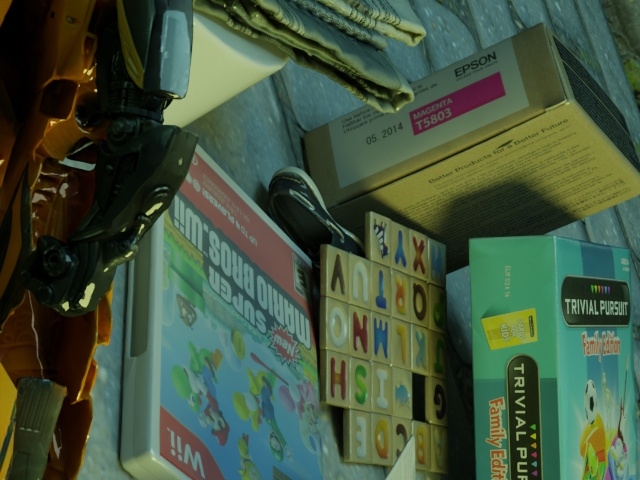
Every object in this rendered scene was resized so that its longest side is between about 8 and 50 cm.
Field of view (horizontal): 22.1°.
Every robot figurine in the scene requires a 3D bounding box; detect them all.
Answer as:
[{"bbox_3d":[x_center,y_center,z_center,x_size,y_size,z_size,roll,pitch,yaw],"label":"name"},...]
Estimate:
[{"bbox_3d":[-0.133,0.010,0.622,0.085,0.211,0.291,13,95,-32],"label":"robot figurine"}]

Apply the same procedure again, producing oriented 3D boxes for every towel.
[{"bbox_3d":[-0.045,-0.255,1.120,0.312,0.056,0.324,20,45,-63],"label":"towel"}]

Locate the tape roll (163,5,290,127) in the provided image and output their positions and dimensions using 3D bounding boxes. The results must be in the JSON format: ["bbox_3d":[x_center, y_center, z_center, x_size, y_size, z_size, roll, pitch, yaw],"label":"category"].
[{"bbox_3d":[-0.134,-0.209,1.063,0.286,0.100,0.286,50,21,-27],"label":"tape roll"}]

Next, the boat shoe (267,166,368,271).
[{"bbox_3d":[0.000,0.000,1.278,0.125,0.046,0.038,58,26,-22],"label":"boat shoe"}]

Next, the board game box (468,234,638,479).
[{"bbox_3d":[0.209,0.169,1.415,0.254,0.079,0.336,6,82,-66],"label":"board game box"}]

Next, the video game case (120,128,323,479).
[{"bbox_3d":[-0.061,0.073,1.095,0.204,0.025,0.285,46,30,-42],"label":"video game case"}]

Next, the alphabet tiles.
[{"bbox_3d":[0.054,0.080,1.298,0.237,0.009,0.198,21,66,-62],"label":"alphabet tiles"}]

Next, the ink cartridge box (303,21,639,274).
[{"bbox_3d":[0.134,-0.067,1.401,0.193,0.235,0.088,37,36,-53],"label":"ink cartridge box"}]

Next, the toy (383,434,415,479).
[{"bbox_3d":[-0.002,0.233,0.998,0.237,0.056,0.136,-53,146,-56],"label":"toy"}]
